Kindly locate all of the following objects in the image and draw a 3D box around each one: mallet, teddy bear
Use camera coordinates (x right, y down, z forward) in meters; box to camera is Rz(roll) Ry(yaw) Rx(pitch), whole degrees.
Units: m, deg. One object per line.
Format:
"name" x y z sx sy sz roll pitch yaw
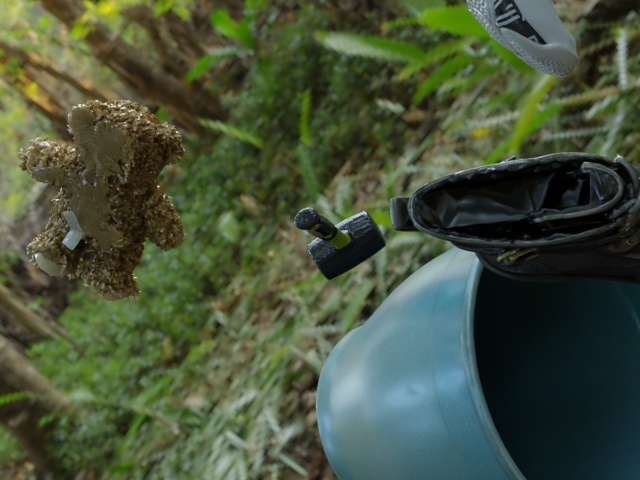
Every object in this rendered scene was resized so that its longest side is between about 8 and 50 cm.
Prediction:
"mallet" 0.000 0.000 1.019 0.062 0.039 0.189 -34 -12 13
"teddy bear" -0.296 -0.059 1.798 0.113 0.245 0.338 -55 -26 -53

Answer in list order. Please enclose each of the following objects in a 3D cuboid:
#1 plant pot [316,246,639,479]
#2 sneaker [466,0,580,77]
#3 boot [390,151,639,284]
"plant pot" 0.141 0.129 1.107 0.255 0.271 0.272 -25 28 49
"sneaker" 0.242 -0.389 1.619 0.210 0.366 0.137 -42 5 5
"boot" 0.190 -0.016 0.810 0.262 0.091 0.229 -9 -7 13
